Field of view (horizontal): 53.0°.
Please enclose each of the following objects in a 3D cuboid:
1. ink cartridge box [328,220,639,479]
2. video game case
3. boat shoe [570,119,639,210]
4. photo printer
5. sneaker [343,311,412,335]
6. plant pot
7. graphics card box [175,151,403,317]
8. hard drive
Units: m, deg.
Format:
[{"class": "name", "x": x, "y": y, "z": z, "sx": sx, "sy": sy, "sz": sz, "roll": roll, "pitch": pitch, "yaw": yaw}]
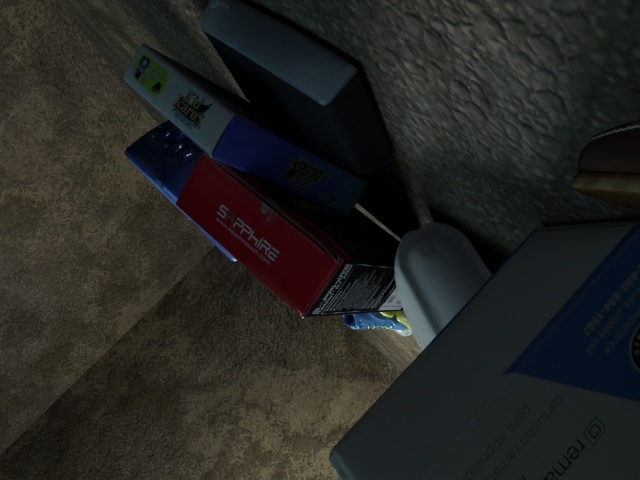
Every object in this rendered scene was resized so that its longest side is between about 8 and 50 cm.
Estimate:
[{"class": "ink cartridge box", "x": 0.253, "y": 0.221, "z": 0.517, "sx": 0.395, "sy": 0.285, "sz": 0.166, "roll": 45, "pitch": 171, "yaw": -7}, {"class": "video game case", "x": -0.097, "y": -0.149, "z": 0.877, "sx": 0.269, "sy": 0.061, "sz": 0.244, "roll": 19, "pitch": -162, "yaw": -50}, {"class": "boat shoe", "x": 0.197, "y": -0.040, "z": 0.272, "sx": 0.073, "sy": 0.073, "sz": 0.207, "roll": 10, "pitch": -177, "yaw": -24}, {"class": "photo printer", "x": 0.191, "y": 0.141, "z": 0.788, "sx": 0.256, "sy": 0.107, "sz": 0.307, "roll": 65, "pitch": -179, "yaw": -51}, {"class": "sneaker", "x": 0.119, "y": 0.171, "z": 1.497, "sx": 0.240, "sy": 0.126, "sz": 0.091, "roll": 50, "pitch": 171, "yaw": -30}, {"class": "plant pot", "x": -0.201, "y": -0.135, "z": 1.253, "sx": 0.236, "sy": 0.212, "sz": 0.236, "roll": 36, "pitch": 167, "yaw": 48}, {"class": "graphics card box", "x": 0.000, "y": 0.000, "z": 0.898, "sx": 0.233, "sy": 0.094, "sz": 0.371, "roll": 38, "pitch": -167, "yaw": 23}, {"class": "hard drive", "x": -0.034, "y": -0.181, "z": 0.752, "sx": 0.255, "sy": 0.054, "sz": 0.172, "roll": 39, "pitch": 170, "yaw": 35}]
